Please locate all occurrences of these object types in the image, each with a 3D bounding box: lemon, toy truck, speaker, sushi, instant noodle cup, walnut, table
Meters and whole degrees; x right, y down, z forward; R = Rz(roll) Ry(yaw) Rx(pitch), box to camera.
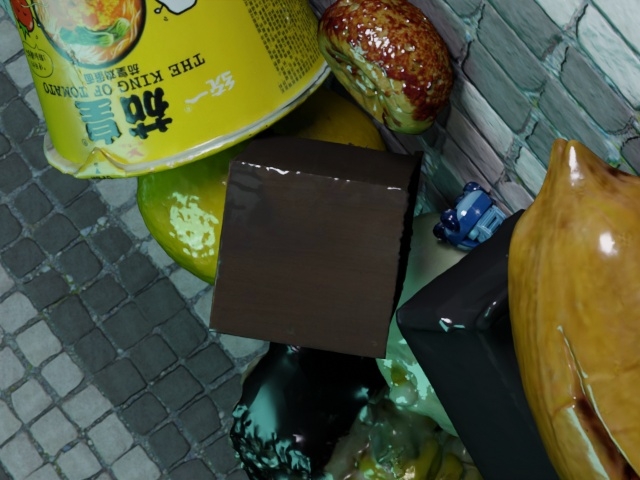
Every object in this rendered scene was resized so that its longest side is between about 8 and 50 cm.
[{"bbox_3d":[-0.058,-0.060,1.968,0.284,0.260,0.260,8,-166,-29],"label":"lemon"},{"bbox_3d":[0.163,-0.008,1.802,0.090,0.056,0.073,39,162,4],"label":"toy truck"},{"bbox_3d":[0.229,0.144,1.686,0.184,0.180,0.388,25,150,58],"label":"speaker"},{"bbox_3d":[0.087,0.208,2.176,0.285,0.328,0.328,32,147,24],"label":"sushi"},{"bbox_3d":[-0.171,-0.249,1.815,0.325,0.325,0.254,36,150,57],"label":"instant noodle cup"},{"bbox_3d":[0.243,0.076,1.364,0.336,0.209,0.209,68,167,-8],"label":"walnut"},{"bbox_3d":[0.000,0.000,1.747,0.193,0.169,0.172,-63,-18,-75],"label":"table"}]

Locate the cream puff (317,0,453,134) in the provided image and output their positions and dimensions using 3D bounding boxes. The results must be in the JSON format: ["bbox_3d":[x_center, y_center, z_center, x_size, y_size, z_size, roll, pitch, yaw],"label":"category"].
[{"bbox_3d":[0.064,-0.164,1.628,0.149,0.084,0.149,49,172,9],"label":"cream puff"}]

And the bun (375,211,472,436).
[{"bbox_3d":[0.145,0.120,1.933,0.283,0.179,0.283,49,171,10],"label":"bun"}]
